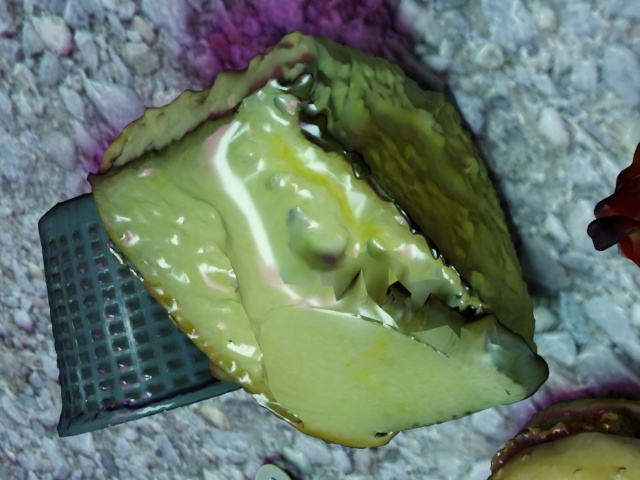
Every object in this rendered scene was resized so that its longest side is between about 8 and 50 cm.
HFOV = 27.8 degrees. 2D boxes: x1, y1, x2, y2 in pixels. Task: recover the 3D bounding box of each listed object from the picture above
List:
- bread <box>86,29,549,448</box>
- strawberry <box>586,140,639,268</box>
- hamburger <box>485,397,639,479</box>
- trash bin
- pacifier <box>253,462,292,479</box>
[{"bbox_3d":[0.000,0.000,0.798,0.204,0.163,0.262,-26,111,28],"label":"bread"},{"bbox_3d":[0.259,-0.014,0.606,0.234,0.234,0.178,-25,114,39],"label":"strawberry"},{"bbox_3d":[0.189,0.198,0.797,0.213,0.108,0.214,15,121,26],"label":"hamburger"},{"bbox_3d":[-0.122,0.039,0.912,0.175,0.175,0.161,-17,89,38],"label":"trash bin"},{"bbox_3d":[-0.045,0.210,0.985,0.068,0.064,0.083,30,125,42],"label":"pacifier"}]
